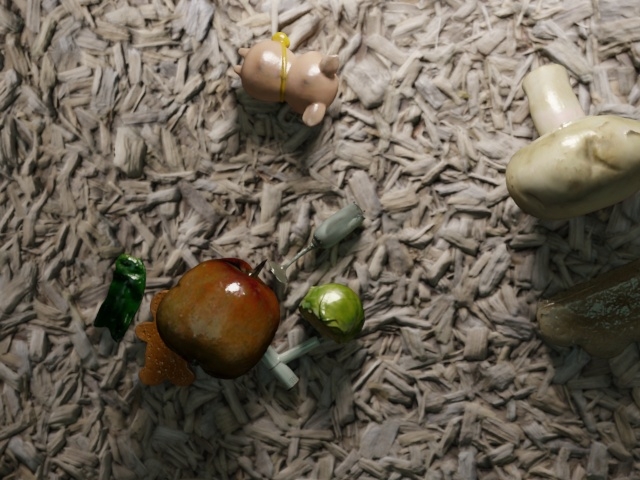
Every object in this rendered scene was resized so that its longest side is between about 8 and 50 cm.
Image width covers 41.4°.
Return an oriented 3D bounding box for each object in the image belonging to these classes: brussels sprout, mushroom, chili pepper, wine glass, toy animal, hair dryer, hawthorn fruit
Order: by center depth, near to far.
[{"bbox_3d":[0.543,-0.173,1.815,0.315,0.356,0.315,-4,120,-8],"label":"mushroom"},{"bbox_3d":[-0.077,-0.376,1.922,0.248,0.149,0.165,19,116,15],"label":"toy animal"},{"bbox_3d":[-0.217,0.162,1.963,0.268,0.268,0.301,39,81,0],"label":"hawthorn fruit"},{"bbox_3d":[0.033,0.163,1.996,0.149,0.151,0.122,38,71,25],"label":"brussels sprout"},{"bbox_3d":[0.000,0.000,2.003,0.262,0.074,0.074,-38,92,10],"label":"wine glass"},{"bbox_3d":[-0.061,0.253,2.067,0.183,0.044,0.155,-41,93,6],"label":"hair dryer"},{"bbox_3d":[-0.491,0.145,2.091,0.098,0.061,0.224,19,99,-3],"label":"chili pepper"}]

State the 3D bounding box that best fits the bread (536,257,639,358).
[{"bbox_3d":[0.671,0.165,1.924,0.337,0.102,0.183,-25,94,11],"label":"bread"}]

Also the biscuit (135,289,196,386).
[{"bbox_3d":[-0.377,0.243,2.103,0.165,0.036,0.250,2,102,6],"label":"biscuit"}]
